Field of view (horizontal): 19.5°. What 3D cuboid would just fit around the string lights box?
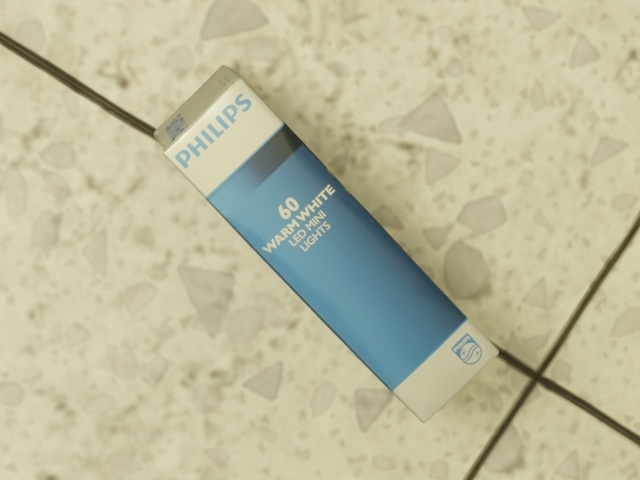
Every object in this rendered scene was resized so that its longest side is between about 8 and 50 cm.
[{"bbox_3d":[0.000,0.000,1.301,0.077,0.133,0.260,-43,103,1],"label":"string lights box"}]
